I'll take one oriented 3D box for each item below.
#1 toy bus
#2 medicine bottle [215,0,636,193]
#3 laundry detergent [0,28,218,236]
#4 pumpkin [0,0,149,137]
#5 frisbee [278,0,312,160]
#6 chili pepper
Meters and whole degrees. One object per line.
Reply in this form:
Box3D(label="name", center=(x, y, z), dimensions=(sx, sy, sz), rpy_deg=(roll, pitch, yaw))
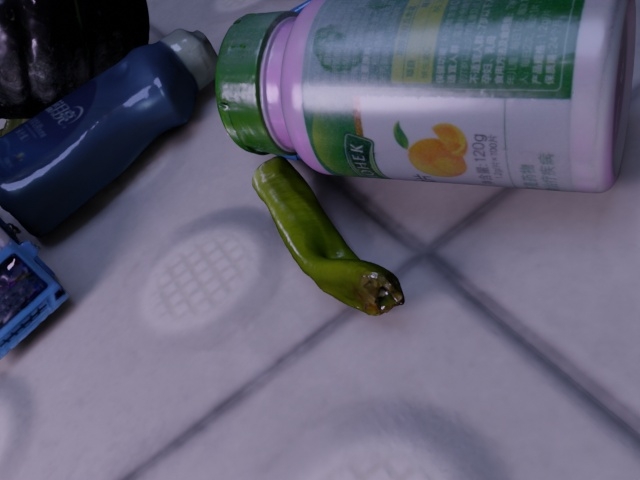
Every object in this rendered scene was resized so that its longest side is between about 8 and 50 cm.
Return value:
Box3D(label="toy bus", center=(-0.356, -0.002, 0.679), dimensions=(0.106, 0.131, 0.297), rpy_deg=(-45, 40, -16))
Box3D(label="medicine bottle", center=(0.065, -0.107, 0.494), dimensions=(0.274, 0.133, 0.133), rpy_deg=(8, 52, 27))
Box3D(label="laundry detergent", center=(-0.226, -0.134, 0.765), dimensions=(0.290, 0.094, 0.143), rpy_deg=(-43, 37, -14))
Box3D(label="pumpkin", center=(-0.355, -0.235, 0.873), dimensions=(0.295, 0.296, 0.296), rpy_deg=(-18, 41, 16))
Box3D(label="frisbee", center=(0.034, -0.158, 0.660), dimensions=(0.242, 0.045, 0.242), rpy_deg=(-11, 52, 15))
Box3D(label="chili pepper", center=(0.000, 0.000, 0.513), dimensions=(0.050, 0.052, 0.202), rpy_deg=(-55, 38, 12))
